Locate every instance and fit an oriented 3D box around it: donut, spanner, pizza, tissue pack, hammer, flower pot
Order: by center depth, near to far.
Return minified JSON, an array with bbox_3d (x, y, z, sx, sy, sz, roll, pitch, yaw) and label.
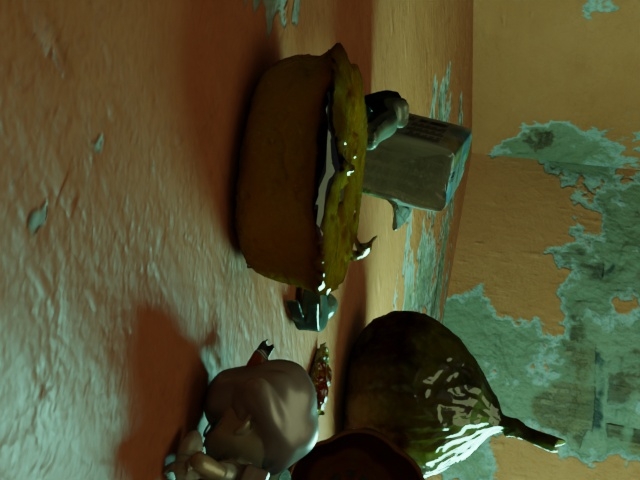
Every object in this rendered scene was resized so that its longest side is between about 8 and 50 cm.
[{"bbox_3d":[-0.006,-0.071,1.107,0.253,0.118,0.253,10,90,-77],"label":"donut"},{"bbox_3d":[0.000,0.000,1.361,0.159,0.041,0.226,-17,114,-79],"label":"hammer"},{"bbox_3d":[0.065,-0.165,1.440,0.325,0.096,0.040,-49,145,-69],"label":"spanner"},{"bbox_3d":[0.038,0.341,1.461,0.173,0.191,0.190,112,-13,-81],"label":"flower pot"},{"bbox_3d":[0.002,0.208,1.523,0.100,0.029,0.099,-71,164,-46],"label":"pizza"},{"bbox_3d":[0.122,-0.100,1.617,0.229,0.159,0.145,-45,148,-72],"label":"tissue pack"}]

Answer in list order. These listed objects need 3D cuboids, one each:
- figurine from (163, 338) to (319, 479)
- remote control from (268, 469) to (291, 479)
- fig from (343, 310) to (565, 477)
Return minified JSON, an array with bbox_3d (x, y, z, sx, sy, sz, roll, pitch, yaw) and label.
[{"bbox_3d":[-0.066,0.181,0.999,0.137,0.112,0.229,91,22,-48],"label":"figurine"},{"bbox_3d":[-0.077,0.348,1.159,0.104,0.052,0.247,84,18,-44],"label":"remote control"},{"bbox_3d":[0.220,0.279,1.828,0.286,0.369,0.286,14,90,-87],"label":"fig"}]
